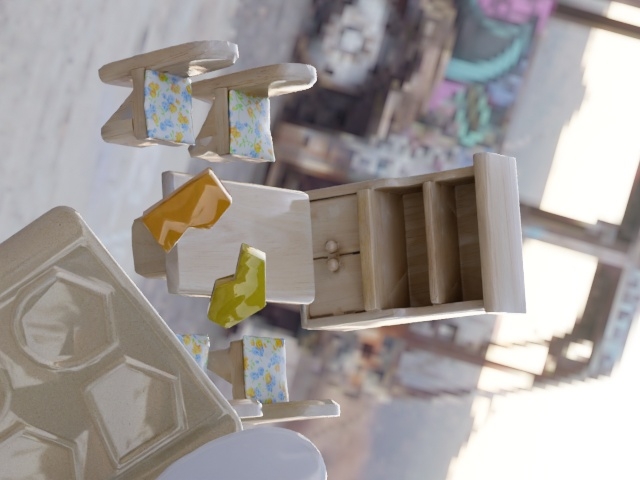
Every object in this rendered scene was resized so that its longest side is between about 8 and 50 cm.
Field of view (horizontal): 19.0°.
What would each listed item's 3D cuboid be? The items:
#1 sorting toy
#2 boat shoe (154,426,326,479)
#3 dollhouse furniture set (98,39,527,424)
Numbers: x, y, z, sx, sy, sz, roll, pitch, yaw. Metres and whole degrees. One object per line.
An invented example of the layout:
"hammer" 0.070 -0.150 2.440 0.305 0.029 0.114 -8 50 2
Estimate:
"sorting toy" -0.164 0.088 1.425 0.307 0.229 0.041 -34 -164 8
"boat shoe" -0.101 0.232 1.264 0.267 0.096 0.088 -46 164 -11
"dollhouse furniture set" 0.000 0.000 1.957 0.394 0.256 0.362 7 76 -54
